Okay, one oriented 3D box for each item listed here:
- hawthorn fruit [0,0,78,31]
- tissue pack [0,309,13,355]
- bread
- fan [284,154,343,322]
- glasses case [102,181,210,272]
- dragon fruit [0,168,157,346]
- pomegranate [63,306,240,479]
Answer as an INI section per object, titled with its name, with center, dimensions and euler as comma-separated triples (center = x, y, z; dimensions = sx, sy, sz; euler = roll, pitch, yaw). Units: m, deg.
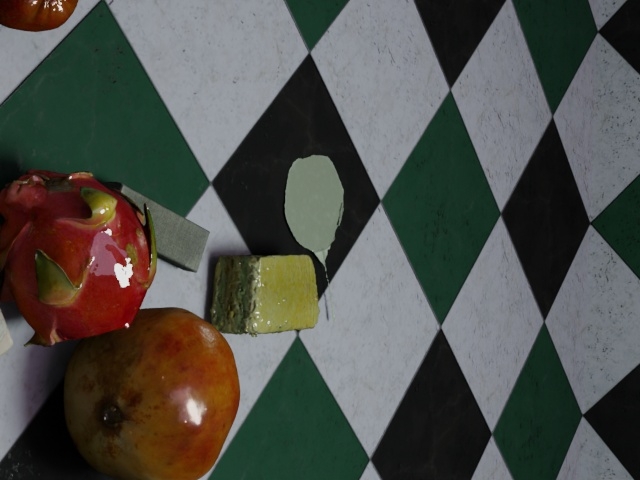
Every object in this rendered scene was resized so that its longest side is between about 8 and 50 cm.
[hawthorn fruit]
center = -0.379, -0.328, 1.541
dimensions = 0.133, 0.138, 0.132
euler = -20, 118, -42
[tissue pack]
center = -0.491, 0.027, 1.451
dimensions = 0.170, 0.071, 0.325
euler = -40, 123, -48
[bread]
center = -0.089, 0.088, 1.985
dimensions = 0.196, 0.102, 0.138
euler = -2, 96, -57
[fan]
center = -0.001, 0.000, 2.176
dimensions = 0.182, 0.010, 0.310
euler = -20, 105, -51
[glasses case]
center = -0.251, -0.018, 1.802
dimensions = 0.205, 0.047, 0.071
euler = 31, 71, -51
[dragon fruit]
center = -0.321, 0.016, 1.582
dimensions = 0.224, 0.224, 0.227
euler = -15, 102, -53
[pomegranate]
center = -0.225, 0.220, 1.705
dimensions = 0.270, 0.229, 0.252
euler = 2, 82, -65
